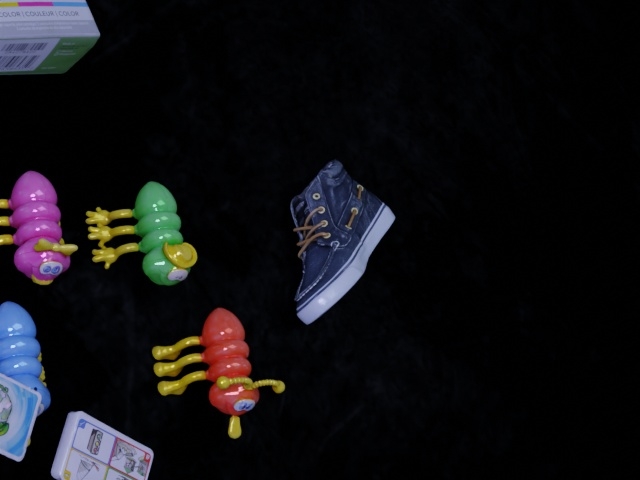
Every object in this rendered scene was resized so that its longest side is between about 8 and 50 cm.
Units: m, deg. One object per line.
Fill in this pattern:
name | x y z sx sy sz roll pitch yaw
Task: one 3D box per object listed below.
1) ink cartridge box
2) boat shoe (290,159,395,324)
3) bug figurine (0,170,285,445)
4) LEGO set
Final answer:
ink cartridge box | -0.274 -0.239 1.185 0.109 0.062 0.209 -9 70 -46
boat shoe | 0.000 0.000 1.293 0.083 0.065 0.183 45 35 -8
bug figurine | -0.157 0.049 1.093 0.279 0.072 0.216 4 61 -43
LEGO set | -0.229 0.178 0.938 0.244 0.060 0.182 36 56 -40
